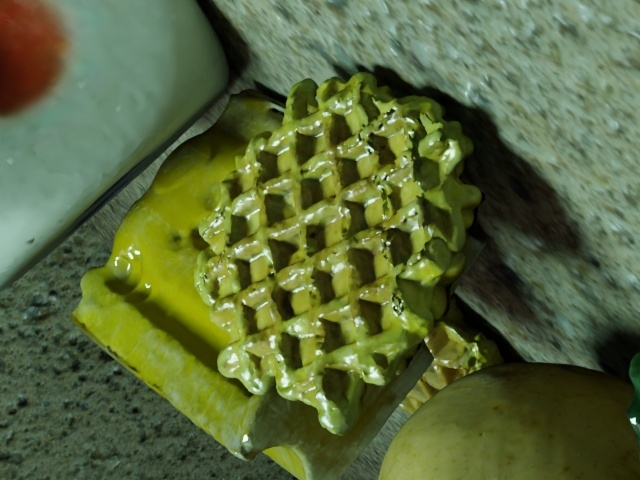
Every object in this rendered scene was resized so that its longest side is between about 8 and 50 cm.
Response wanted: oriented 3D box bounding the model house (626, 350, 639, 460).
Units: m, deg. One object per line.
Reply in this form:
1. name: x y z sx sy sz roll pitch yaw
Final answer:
1. model house: 0.243 0.252 0.620 0.395 0.400 0.445 45 168 -13

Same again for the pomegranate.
1. pomegranate: 0.175 0.223 0.977 0.307 0.307 0.307 42 167 12

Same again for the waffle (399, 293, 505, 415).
1. waffle: 0.136 0.136 1.299 0.253 0.056 0.249 49 156 -1

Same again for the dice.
1. dice: -0.279 -0.134 1.240 0.277 0.304 0.304 46 167 -6

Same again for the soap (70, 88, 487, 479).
1. soap: -0.038 0.028 1.142 0.143 0.259 0.281 39 175 -39

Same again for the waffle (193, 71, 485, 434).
1. waffle: 0.000 0.000 0.977 0.059 0.243 0.238 19 -168 -45
